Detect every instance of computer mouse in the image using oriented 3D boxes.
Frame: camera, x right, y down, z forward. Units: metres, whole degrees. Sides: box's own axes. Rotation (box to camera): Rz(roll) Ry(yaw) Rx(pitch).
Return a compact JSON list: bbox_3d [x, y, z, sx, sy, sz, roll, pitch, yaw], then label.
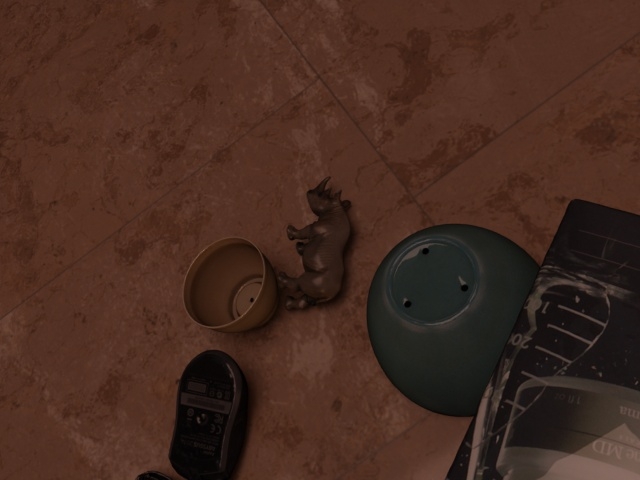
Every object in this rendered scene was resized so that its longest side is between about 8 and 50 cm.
[{"bbox_3d":[-0.187,0.314,1.295,0.189,0.072,0.272,12,84,26],"label":"computer mouse"}]

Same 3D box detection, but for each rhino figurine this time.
[{"bbox_3d":[0.000,0.000,1.349,0.106,0.073,0.243,-3,64,27],"label":"rhino figurine"}]

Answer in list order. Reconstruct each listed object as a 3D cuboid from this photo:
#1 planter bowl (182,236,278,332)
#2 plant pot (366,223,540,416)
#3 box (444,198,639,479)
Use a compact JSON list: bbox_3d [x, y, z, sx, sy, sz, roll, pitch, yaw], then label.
[{"bbox_3d":[-0.137,0.089,1.344,0.162,0.109,0.162,-14,60,24],"label":"planter bowl"},{"bbox_3d":[0.187,0.091,1.150,0.290,0.195,0.290,-10,63,19],"label":"plant pot"},{"bbox_3d":[0.428,0.270,0.876,0.480,0.297,0.471,19,72,29],"label":"box"}]
